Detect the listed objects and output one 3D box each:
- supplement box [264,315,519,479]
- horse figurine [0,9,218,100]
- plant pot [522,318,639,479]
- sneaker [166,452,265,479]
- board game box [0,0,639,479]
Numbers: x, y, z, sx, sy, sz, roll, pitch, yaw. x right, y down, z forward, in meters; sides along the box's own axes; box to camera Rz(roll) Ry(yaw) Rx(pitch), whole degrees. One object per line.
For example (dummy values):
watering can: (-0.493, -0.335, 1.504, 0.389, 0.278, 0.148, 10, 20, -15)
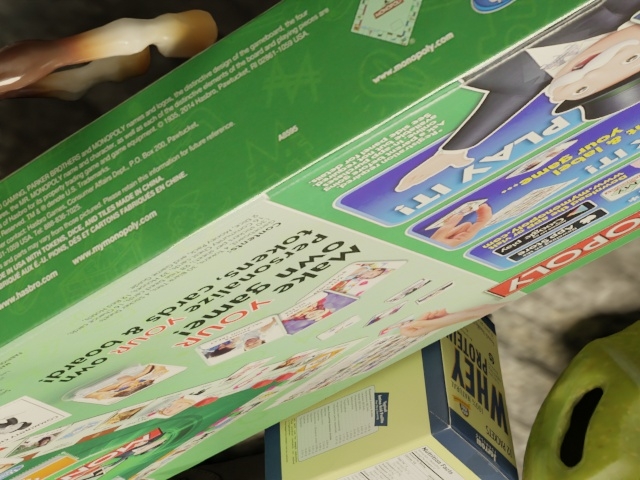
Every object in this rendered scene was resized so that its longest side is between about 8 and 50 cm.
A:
supplement box: (0.026, 0.067, 0.576, 0.083, 0.083, 0.056, -25, 135, 23)
horse figurine: (-0.142, -0.015, 0.417, 0.174, 0.066, 0.263, -8, 158, -26)
plant pot: (0.211, 0.155, 0.592, 0.276, 0.276, 0.254, -22, 124, 17)
sneaker: (-0.107, 0.156, 0.651, 0.286, 0.109, 0.130, -25, 129, 17)
board game box: (0.000, 0.000, 0.449, 0.317, 0.046, 0.213, -29, 161, 19)
